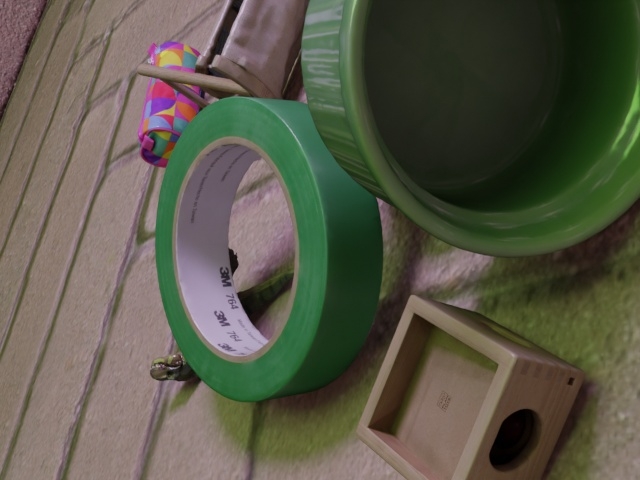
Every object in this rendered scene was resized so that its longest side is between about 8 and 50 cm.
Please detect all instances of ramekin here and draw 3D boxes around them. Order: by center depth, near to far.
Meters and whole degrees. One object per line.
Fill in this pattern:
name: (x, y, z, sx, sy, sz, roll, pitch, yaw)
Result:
ramekin: (0.132, -0.147, 0.721, 0.303, 0.303, 0.148, -62, 24, -1)

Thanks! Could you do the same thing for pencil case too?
pencil case: (-0.256, -0.235, 1.529, 0.104, 0.104, 0.236, -37, 40, 34)

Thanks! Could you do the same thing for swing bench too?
swing bench: (-0.106, -0.322, 1.325, 0.254, 0.165, 0.253, 11, 75, 52)

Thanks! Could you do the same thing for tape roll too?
tape roll: (-0.067, 0.008, 0.967, 0.321, 0.077, 0.321, 2, 93, 51)

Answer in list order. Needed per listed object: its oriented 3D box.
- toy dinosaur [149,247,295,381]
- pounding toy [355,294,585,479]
toy dinosaur: (-0.123, 0.076, 1.135, 0.268, 0.064, 0.118, -42, 53, 28)
pounding toy: (0.117, 0.175, 0.690, 0.181, 0.094, 0.206, 30, 101, 54)
